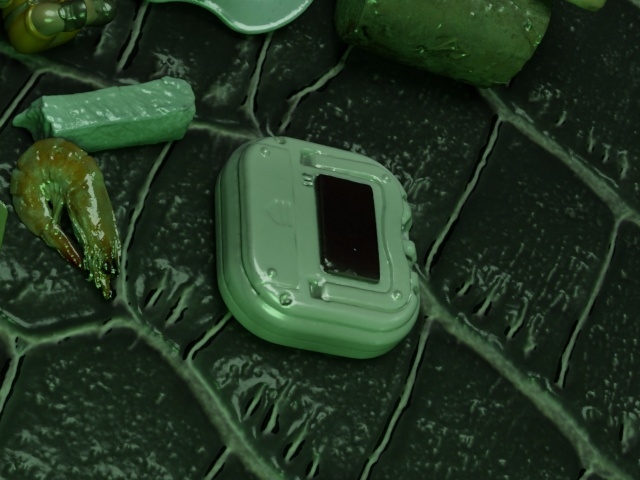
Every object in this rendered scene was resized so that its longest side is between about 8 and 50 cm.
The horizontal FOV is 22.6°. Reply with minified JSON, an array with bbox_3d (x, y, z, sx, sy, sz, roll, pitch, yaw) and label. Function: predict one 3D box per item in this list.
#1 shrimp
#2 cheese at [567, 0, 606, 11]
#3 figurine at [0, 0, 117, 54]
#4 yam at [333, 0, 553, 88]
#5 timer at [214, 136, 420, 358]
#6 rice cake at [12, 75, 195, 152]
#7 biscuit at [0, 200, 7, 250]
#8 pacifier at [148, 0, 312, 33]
[{"bbox_3d":[-0.265,-0.022,1.720,0.101,0.042,0.190,-27,81,1],"label":"shrimp"},{"bbox_3d":[0.257,-0.422,2.107,0.384,0.104,0.384,29,18,-10],"label":"cheese"},{"bbox_3d":[-0.355,-0.338,1.825,0.192,0.167,0.257,-19,90,-50],"label":"figurine"},{"bbox_3d":[0.148,-0.293,2.052,0.268,0.161,0.161,16,52,-23],"label":"yam"},{"bbox_3d":[0.000,0.000,1.815,0.237,0.087,0.262,11,54,-21],"label":"timer"},{"bbox_3d":[-0.235,-0.139,1.805,0.206,0.069,0.063,-11,63,-34],"label":"rice cake"},{"bbox_3d":[-0.384,0.077,1.594,0.099,0.038,0.322,20,50,-18],"label":"biscuit"},{"bbox_3d":[-0.110,-0.381,1.934,0.287,0.226,0.238,21,90,-18],"label":"pacifier"}]
